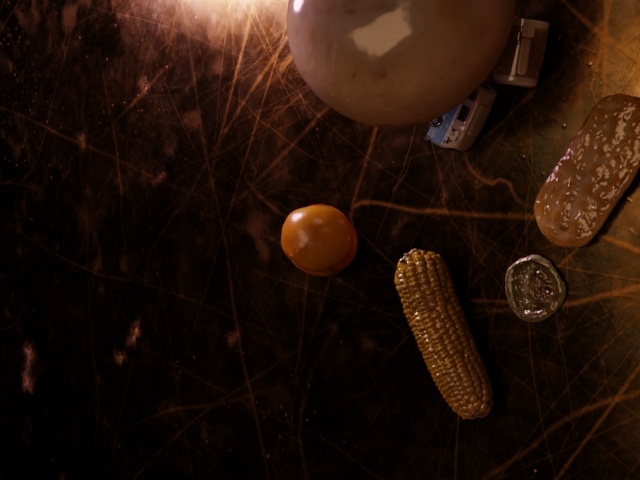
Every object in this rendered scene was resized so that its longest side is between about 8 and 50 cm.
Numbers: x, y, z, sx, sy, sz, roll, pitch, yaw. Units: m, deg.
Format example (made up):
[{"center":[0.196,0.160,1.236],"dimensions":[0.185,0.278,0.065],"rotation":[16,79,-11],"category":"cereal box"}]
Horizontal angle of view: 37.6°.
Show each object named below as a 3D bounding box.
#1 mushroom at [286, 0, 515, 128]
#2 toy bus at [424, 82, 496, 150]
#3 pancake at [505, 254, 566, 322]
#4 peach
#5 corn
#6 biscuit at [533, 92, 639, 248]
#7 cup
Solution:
[{"center":[0.131,-0.347,1.450],"dimensions":[0.362,0.294,0.363],"rotation":[-6,78,30],"category":"mushroom"},{"center":[0.228,-0.201,1.517],"dimensions":[0.075,0.060,0.123],"rotation":[36,113,31],"category":"toy bus"},{"center":[0.331,0.074,1.467],"dimensions":[0.108,0.017,0.108],"rotation":[2,93,37],"category":"pancake"},{"center":[0.000,0.000,1.679],"dimensions":[0.138,0.138,0.138],"rotation":[3,94,41],"category":"peach"},{"center":[0.203,0.152,1.536],"dimensions":[0.101,0.101,0.292],"rotation":[-33,74,38],"category":"corn"},{"center":[0.402,-0.100,1.388],"dimensions":[0.118,0.029,0.247],"rotation":[44,119,32],"category":"biscuit"},{"center":[0.310,-0.283,1.423],"dimensions":[0.102,0.074,0.099],"rotation":[-146,61,-65],"category":"cup"}]
